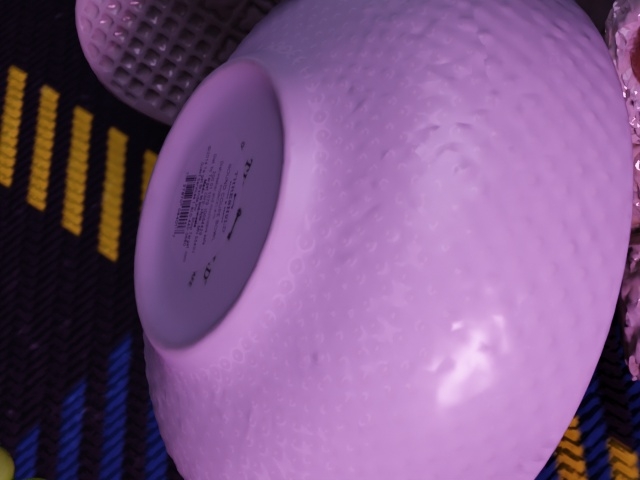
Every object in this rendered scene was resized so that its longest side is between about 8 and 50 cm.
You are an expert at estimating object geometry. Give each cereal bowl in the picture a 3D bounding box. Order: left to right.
[{"bbox_3d":[0.000,0.000,0.845,0.339,0.141,0.339,-33,50,49],"label":"cereal bowl"}]

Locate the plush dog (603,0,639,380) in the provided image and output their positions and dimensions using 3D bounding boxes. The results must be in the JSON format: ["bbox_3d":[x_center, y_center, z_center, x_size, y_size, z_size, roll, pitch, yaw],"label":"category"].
[{"bbox_3d":[0.268,-0.057,0.889,0.225,0.262,0.210,-6,23,5],"label":"plush dog"}]

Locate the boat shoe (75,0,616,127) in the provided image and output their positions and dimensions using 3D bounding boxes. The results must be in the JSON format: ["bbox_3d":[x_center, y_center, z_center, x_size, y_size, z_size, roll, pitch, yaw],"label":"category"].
[{"bbox_3d":[0.092,-0.172,1.046,0.500,0.186,0.156,-10,22,4],"label":"boat shoe"}]

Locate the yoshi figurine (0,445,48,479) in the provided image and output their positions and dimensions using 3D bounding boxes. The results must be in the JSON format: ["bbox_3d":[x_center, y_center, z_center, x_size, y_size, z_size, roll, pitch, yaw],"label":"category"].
[{"bbox_3d":[-0.264,0.270,0.832,0.203,0.203,0.362,8,51,47],"label":"yoshi figurine"}]
